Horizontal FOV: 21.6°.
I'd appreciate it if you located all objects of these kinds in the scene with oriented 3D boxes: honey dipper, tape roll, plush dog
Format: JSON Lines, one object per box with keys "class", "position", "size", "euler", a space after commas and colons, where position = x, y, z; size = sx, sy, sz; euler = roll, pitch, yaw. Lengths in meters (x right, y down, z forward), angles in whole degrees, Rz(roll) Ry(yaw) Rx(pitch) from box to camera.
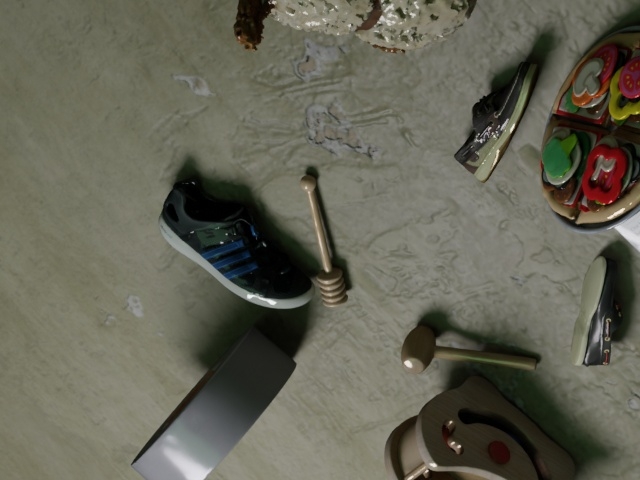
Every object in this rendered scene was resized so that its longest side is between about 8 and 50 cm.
{"class": "honey dipper", "position": [0.000, 0.000, 1.880], "size": [0.030, 0.030, 0.161], "euler": [2, 122, 29]}
{"class": "tape roll", "position": [-0.125, 0.204, 1.970], "size": [0.072, 0.219, 0.219], "euler": [41, 133, -3]}
{"class": "plush dog", "position": [0.041, -0.250, 1.562], "size": [0.225, 0.211, 0.262], "euler": [15, 160, -17]}

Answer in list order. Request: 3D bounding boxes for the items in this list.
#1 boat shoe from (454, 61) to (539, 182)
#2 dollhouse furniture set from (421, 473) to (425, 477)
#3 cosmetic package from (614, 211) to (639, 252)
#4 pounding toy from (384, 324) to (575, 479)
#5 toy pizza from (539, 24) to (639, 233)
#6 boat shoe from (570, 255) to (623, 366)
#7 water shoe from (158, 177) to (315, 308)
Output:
{"class": "boat shoe", "position": [0.173, -0.120, 1.674], "size": [0.049, 0.056, 0.152], "euler": [26, 132, 4]}
{"class": "dollhouse furniture set", "position": [0.150, 0.358, 1.946], "size": [0.129, 0.184, 0.129], "euler": [47, 132, -8]}
{"class": "cosmetic package", "position": [0.423, -0.037, 1.534], "size": [0.224, 0.138, 0.224], "euler": [43, 133, -6]}
{"class": "pounding toy", "position": [0.179, 0.221, 1.851], "size": [0.269, 0.154, 0.155], "euler": [42, 133, -4]}
{"class": "toy pizza", "position": [0.262, -0.105, 1.551], "size": [0.032, 0.201, 0.201], "euler": [17, 141, -29]}
{"class": "boat shoe", "position": [0.293, 0.074, 1.756], "size": [0.042, 0.049, 0.133], "euler": [3, 121, -5]}
{"class": "water shoe", "position": [-0.093, 0.005, 1.908], "size": [0.203, 0.073, 0.080], "euler": [29, 130, 8]}
